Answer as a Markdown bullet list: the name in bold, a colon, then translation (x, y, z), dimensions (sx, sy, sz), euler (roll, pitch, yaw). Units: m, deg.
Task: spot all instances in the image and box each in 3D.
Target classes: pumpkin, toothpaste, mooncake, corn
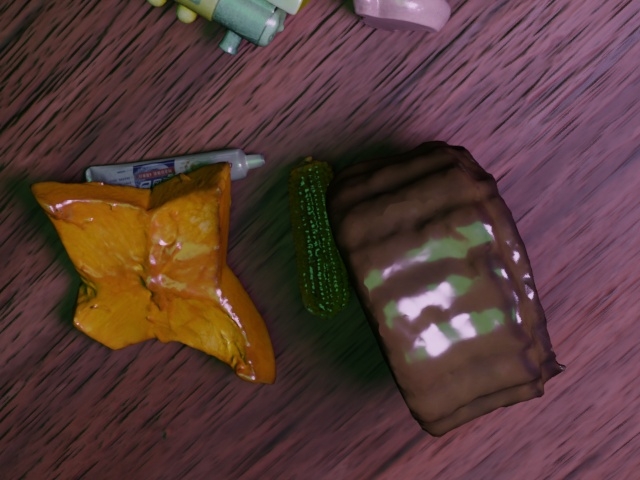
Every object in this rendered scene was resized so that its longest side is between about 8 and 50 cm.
- **pumpkin**: translation (-0.201, 0.048, 1.256), dimensions (0.258, 0.095, 0.290), euler (-6, 112, 8)
- **toothpaste**: translation (-0.182, -0.081, 1.260), dimensions (0.233, 0.038, 0.060), euler (-10, 99, 9)
- **mooncake**: translation (0.137, 0.046, 1.126), dimensions (0.187, 0.324, 0.324), euler (-22, 101, 6)
- **corn**: translation (0.000, 0.000, 1.248), dimensions (0.068, 0.068, 0.207), euler (-5, 102, 5)

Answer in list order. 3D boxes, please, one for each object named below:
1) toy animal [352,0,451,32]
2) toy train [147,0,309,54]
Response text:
- **toy animal**: translation (0.097, -0.345, 1.141), dimensions (0.124, 0.124, 0.212), euler (4, 97, 3)
- **toy train**: translation (-0.153, -0.347, 1.144), dimensions (0.369, 0.150, 0.237), euler (29, 112, -3)
